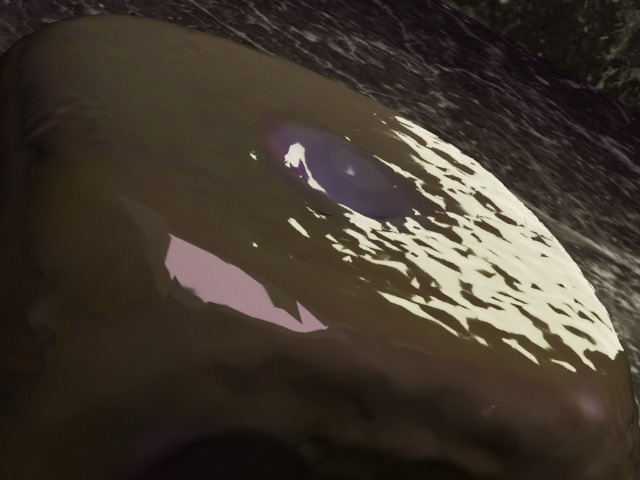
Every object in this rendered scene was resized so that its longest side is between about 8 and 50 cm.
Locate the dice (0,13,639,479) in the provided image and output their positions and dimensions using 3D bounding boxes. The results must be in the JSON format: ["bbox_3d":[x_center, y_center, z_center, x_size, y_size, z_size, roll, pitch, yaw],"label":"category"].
[{"bbox_3d":[-0.046,0.071,0.516,0.254,0.250,0.252,19,24,-26],"label":"dice"}]
